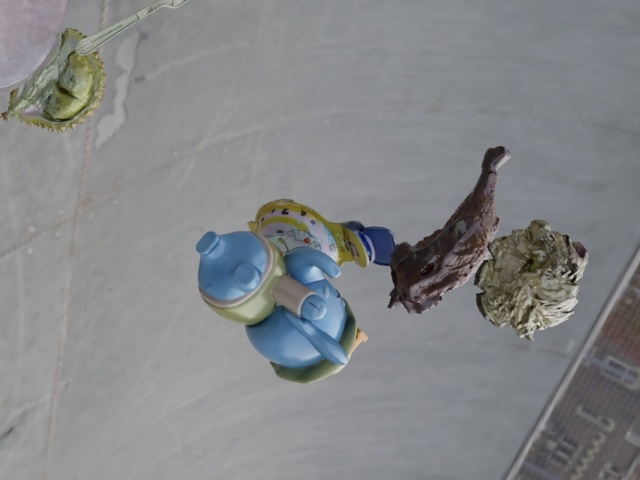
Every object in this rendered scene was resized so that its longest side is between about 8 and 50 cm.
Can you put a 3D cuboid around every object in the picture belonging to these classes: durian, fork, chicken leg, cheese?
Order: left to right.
[{"bbox_3d":[-0.435,-0.244,1.398,0.208,0.146,0.102,-30,-179,9],"label":"durian"},{"bbox_3d":[-0.254,-0.317,1.192,0.219,0.028,0.034,-40,120,-30],"label":"fork"},{"bbox_3d":[0.000,0.000,1.257,0.064,0.250,0.157,-61,142,-38],"label":"cheese"},{"bbox_3d":[0.145,-0.002,0.933,0.219,0.089,0.048,-50,152,21],"label":"chicken leg"}]

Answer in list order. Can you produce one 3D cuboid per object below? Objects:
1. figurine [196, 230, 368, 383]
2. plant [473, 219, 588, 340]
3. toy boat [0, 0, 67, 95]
[{"bbox_3d":[-0.046,0.087,1.104,0.262,0.180,0.154,49,50,-46],"label":"figurine"},{"bbox_3d":[0.217,0.046,0.854,0.116,0.104,0.122,-53,138,0],"label":"plant"},{"bbox_3d":[-0.276,-0.222,0.656,0.155,0.085,0.228,-11,106,-49],"label":"toy boat"}]
